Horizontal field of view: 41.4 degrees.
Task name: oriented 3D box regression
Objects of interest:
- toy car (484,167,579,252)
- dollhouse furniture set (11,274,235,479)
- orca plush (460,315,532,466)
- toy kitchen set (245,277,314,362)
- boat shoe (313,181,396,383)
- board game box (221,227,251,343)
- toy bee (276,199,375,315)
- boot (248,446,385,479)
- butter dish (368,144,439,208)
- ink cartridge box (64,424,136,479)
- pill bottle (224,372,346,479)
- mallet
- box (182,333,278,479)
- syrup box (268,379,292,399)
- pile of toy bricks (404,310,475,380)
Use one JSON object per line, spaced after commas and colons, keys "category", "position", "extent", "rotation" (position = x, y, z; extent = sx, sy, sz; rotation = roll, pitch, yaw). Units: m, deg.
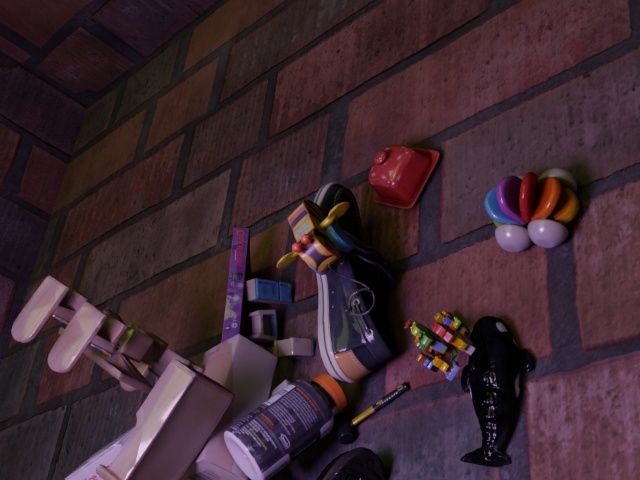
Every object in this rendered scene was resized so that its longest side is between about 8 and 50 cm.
{"category": "toy car", "position": [0.397, -0.072, 1.633], "extent": [0.182, 0.136, 0.159], "rotation": [-10, 56, 47]}
{"category": "dollhouse furniture set", "position": [-0.413, 0.315, 1.747], "extent": [0.394, 0.362, 0.256], "rotation": [27, 79, 35]}
{"category": "orca plush", "position": [0.286, 0.256, 1.533], "extent": [0.151, 0.102, 0.287], "rotation": [-7, 58, 48]}
{"category": "toy kitchen set", "position": [-0.080, 0.189, 2.061], "extent": [0.166, 0.122, 0.207], "rotation": [-17, 70, 43]}
{"category": "boat shoe", "position": [0.080, 0.072, 1.879], "extent": [0.156, 0.187, 0.500], "rotation": [-24, 49, 24]}
{"category": "board game box", "position": [-0.212, 0.165, 2.161], "extent": [0.056, 0.208, 0.346], "rotation": [0, 53, 2]}
{"category": "toy bee", "position": [0.000, 0.000, 1.746], "extent": [0.298, 0.162, 0.195], "rotation": [31, 89, 46]}
{"category": "boot", "position": [-0.043, 0.522, 1.700], "extent": [0.348, 0.131, 0.260], "rotation": [-55, 31, -3]}
{"category": "butter dish", "position": [0.174, -0.170, 2.004], "extent": [0.160, 0.118, 0.159], "rotation": [19, 79, 55]}
{"category": "ink cartridge box", "position": [-0.395, 0.590, 1.918], "extent": [0.226, 0.306, 0.131], "rotation": [-36, 1, 28]}
{"category": "pill bottle", "position": [-0.063, 0.371, 1.724], "extent": [0.246, 0.130, 0.130], "rotation": [-33, 26, -25]}
{"category": "mallet", "position": [0.103, 0.344, 1.754], "extent": [0.190, 0.039, 0.062], "rotation": [-42, 34, 12]}
{"category": "box", "position": [-0.208, 0.377, 1.851], "extent": [0.148, 0.121, 0.311], "rotation": [-32, 33, 39]}
{"category": "syrup box", "position": [-0.118, 0.427, 1.900], "extent": [0.237, 0.093, 0.096], "rotation": [-43, 36, 19]}
{"category": "pile of toy bricks", "position": [0.210, 0.184, 1.613], "extent": [0.118, 0.105, 0.212], "rotation": [-58, 6, 9]}
